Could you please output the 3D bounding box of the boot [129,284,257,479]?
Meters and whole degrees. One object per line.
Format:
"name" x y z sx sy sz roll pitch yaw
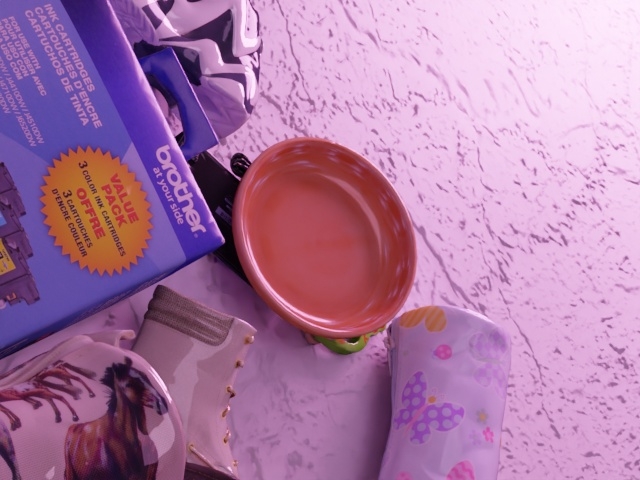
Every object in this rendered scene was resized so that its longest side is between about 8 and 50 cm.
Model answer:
"boot" -0.090 0.153 1.598 0.213 0.077 0.165 34 70 -21

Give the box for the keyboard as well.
"keyboard" -0.080 -0.027 1.742 0.180 0.023 0.108 43 56 -21

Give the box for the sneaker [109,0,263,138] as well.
"sneaker" -0.141 -0.220 1.722 0.235 0.094 0.153 35 44 -15

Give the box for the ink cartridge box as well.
"ink cartridge box" -0.262 -0.052 1.510 0.395 0.151 0.270 -27 92 -45

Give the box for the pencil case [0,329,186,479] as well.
"pencil case" -0.281 0.179 1.261 0.410 0.160 0.184 -16 108 -45

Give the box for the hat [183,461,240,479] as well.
"hat" -0.160 0.325 1.454 0.331 0.134 0.331 12 55 -19

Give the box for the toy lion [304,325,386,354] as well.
"toy lion" 0.032 0.066 1.797 0.096 0.034 0.100 31 55 -38

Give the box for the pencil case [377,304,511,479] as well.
"pencil case" 0.110 0.197 1.753 0.124 0.113 0.273 21 60 -22

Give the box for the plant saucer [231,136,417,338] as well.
"plant saucer" 0.000 0.000 1.744 0.200 0.037 0.200 14 63 -29
